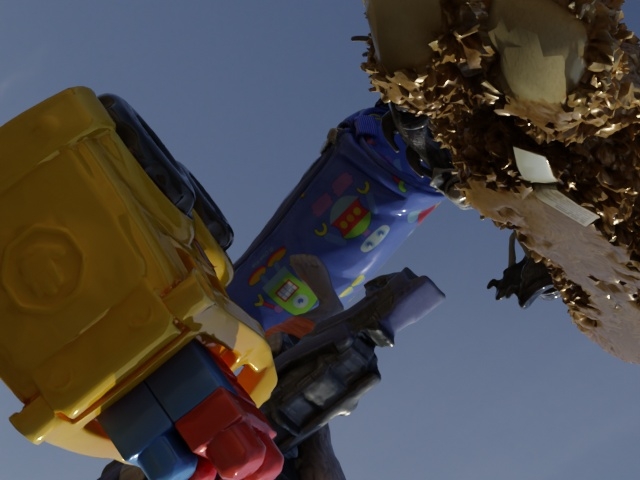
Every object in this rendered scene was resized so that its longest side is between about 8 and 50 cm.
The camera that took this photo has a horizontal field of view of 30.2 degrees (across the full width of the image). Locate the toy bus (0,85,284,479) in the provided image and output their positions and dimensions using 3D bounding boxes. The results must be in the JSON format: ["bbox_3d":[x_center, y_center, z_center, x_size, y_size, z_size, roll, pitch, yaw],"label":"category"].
[{"bbox_3d":[-0.092,0.053,0.637,0.211,0.149,0.220,50,-1,20],"label":"toy bus"}]

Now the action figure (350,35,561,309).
[{"bbox_3d":[0.142,-0.081,1.003,0.275,0.141,0.164,59,0,13],"label":"action figure"}]

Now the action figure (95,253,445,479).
[{"bbox_3d":[-0.016,0.146,0.908,0.341,0.178,0.330,-35,-157,17],"label":"action figure"}]

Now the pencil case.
[{"bbox_3d":[0.000,0.000,1.188,0.306,0.133,0.119,-49,-162,29],"label":"pencil case"}]

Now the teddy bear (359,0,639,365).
[{"bbox_3d":[0.153,-0.051,0.660,0.113,0.338,0.245,-59,-155,-17],"label":"teddy bear"}]
